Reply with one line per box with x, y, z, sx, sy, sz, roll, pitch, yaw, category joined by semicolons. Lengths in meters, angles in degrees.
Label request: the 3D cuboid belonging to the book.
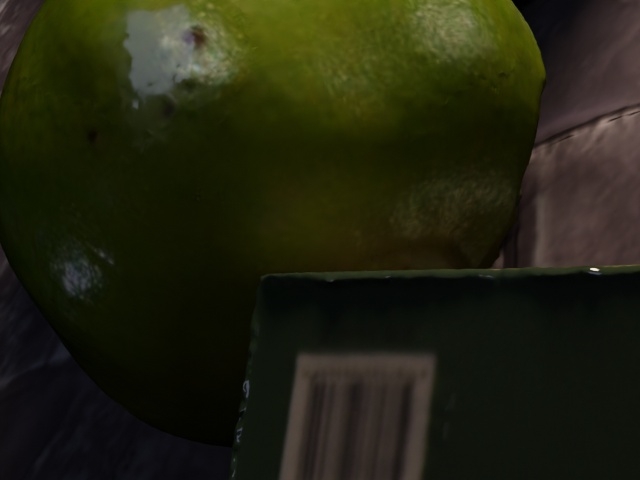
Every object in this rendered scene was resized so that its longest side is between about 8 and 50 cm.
0.053;0.188;0.463;0.260;0.043;0.371;-3;75;45;book

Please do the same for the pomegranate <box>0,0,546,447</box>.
0.000;0.000;0.684;0.236;0.236;0.302;-40;53;12;pomegranate
